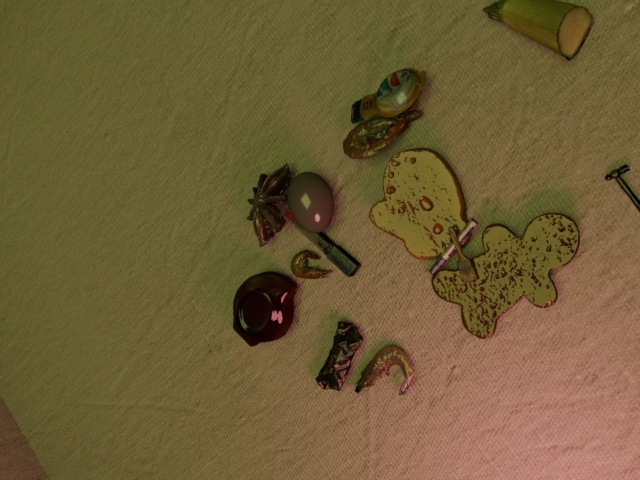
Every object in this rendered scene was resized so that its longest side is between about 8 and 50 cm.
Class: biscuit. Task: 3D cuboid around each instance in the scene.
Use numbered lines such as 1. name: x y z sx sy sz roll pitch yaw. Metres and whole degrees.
1. biscuit: 0.549 0.086 1.760 0.432 0.064 0.283 -44 71 20
2. biscuit: 0.290 -0.101 1.864 0.287 0.057 0.343 -22 90 22

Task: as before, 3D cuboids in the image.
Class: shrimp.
1. shrimp: 0.206 0.438 1.955 0.152 0.046 0.219 48 110 18
2. shrimp: -0.027 0.081 2.047 0.163 0.045 0.095 1 73 30
3. shrimp: 0.190 -0.330 1.880 0.267 0.061 0.145 -23 44 11

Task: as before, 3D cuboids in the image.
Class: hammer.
1. hammer: 0.835 -0.118 1.639 0.065 0.021 0.178 -36 79 21

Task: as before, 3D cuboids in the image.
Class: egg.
1. egg: -0.030 -0.122 1.967 0.147 0.146 0.198 -12 86 25

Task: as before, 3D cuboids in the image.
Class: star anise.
1. star anise: -0.167 -0.111 2.052 0.198 0.111 0.257 -15 70 49

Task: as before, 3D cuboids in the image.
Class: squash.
1. squash: 0.580 -0.612 1.667 0.287 0.137 0.137 35 107 21

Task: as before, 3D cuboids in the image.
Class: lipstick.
1. lipstick: 0.000 0.000 2.018 0.312 0.051 0.051 41 110 19

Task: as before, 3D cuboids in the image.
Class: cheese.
1. cheese: 0.204 -0.433 1.866 0.270 0.069 0.176 -20 53 36

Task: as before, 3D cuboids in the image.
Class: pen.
1. pen: 0.387 0.020 1.801 0.025 0.025 0.204 42 110 16

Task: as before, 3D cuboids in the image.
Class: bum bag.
1. bum bag: 0.062 0.382 2.003 0.102 0.069 0.248 26 106 20

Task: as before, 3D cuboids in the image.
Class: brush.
1. brush: 0.404 0.039 1.778 0.043 0.014 0.169 -21 89 25

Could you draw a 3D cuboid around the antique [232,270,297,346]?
1. antique: -0.192 0.231 2.077 0.223 0.129 0.278 46 112 13
